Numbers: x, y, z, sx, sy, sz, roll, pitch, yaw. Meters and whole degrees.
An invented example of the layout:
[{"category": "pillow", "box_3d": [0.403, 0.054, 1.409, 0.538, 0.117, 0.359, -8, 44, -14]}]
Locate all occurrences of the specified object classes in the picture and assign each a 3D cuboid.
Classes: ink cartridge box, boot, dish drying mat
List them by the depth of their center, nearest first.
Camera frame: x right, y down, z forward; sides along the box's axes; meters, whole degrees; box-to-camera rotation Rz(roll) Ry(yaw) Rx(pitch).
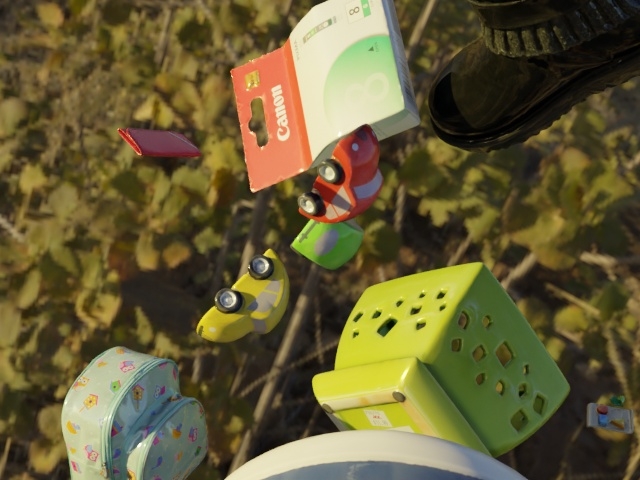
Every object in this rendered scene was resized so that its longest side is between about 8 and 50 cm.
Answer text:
[{"category": "dish drying mat", "box_3d": [-0.131, -0.080, 0.979, 0.032, 0.008, 0.083, 47, 21, 19]}, {"category": "boot", "box_3d": [0.177, -0.228, 1.234, 0.260, 0.348, 0.131, 20, 56, -36]}, {"category": "ink cartridge box", "box_3d": [-0.007, -0.178, 1.381, 0.056, 0.225, 0.181, 38, 37, -57]}]

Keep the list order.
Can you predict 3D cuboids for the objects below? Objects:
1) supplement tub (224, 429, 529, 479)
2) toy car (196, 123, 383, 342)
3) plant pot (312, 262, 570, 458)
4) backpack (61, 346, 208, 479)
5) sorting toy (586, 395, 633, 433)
[{"category": "supplement tub", "box_3d": [0.022, 0.274, 0.562, 0.228, 0.228, 0.316, 16, 39, -7]}, {"category": "toy car", "box_3d": [0.000, 0.000, 1.104, 0.053, 0.239, 0.225, 41, 12, 8]}, {"category": "plant pot", "box_3d": [0.142, 0.188, 1.522, 0.227, 0.228, 0.207, 54, 51, -16]}, {"category": "backpack", "box_3d": [-0.229, 0.230, 1.465, 0.144, 0.188, 0.166, 10, 35, 32]}, {"category": "sorting toy", "box_3d": [0.395, 0.233, 1.628, 0.062, 0.012, 0.083, 6, 26, 10]}]
